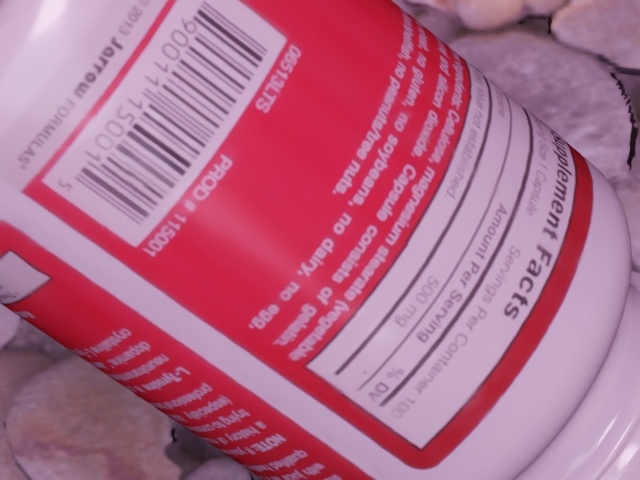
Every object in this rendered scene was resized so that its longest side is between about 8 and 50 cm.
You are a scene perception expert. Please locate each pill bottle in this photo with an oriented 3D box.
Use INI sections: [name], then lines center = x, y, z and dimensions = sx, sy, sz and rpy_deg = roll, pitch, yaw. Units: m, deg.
[pill bottle]
center = 0.000, 0.000, 0.877
dimensions = 0.407, 0.229, 0.229
rpy_deg = 37, 109, -19
